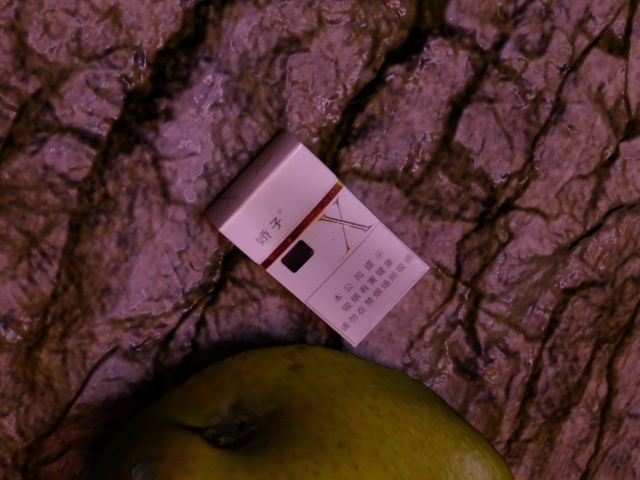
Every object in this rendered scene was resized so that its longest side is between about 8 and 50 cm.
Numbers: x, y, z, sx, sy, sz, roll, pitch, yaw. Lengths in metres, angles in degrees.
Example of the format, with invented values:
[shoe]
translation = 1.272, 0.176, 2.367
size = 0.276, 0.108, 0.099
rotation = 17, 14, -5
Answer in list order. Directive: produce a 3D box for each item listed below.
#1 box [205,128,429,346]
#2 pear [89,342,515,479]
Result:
[box]
translation = 0.000, 0.000, 1.012
size = 0.084, 0.040, 0.154
rotation = -45, 123, 3
[pear]
translation = -0.030, 0.233, 0.999
size = 0.342, 0.238, 0.318
rotation = -42, 131, 0
